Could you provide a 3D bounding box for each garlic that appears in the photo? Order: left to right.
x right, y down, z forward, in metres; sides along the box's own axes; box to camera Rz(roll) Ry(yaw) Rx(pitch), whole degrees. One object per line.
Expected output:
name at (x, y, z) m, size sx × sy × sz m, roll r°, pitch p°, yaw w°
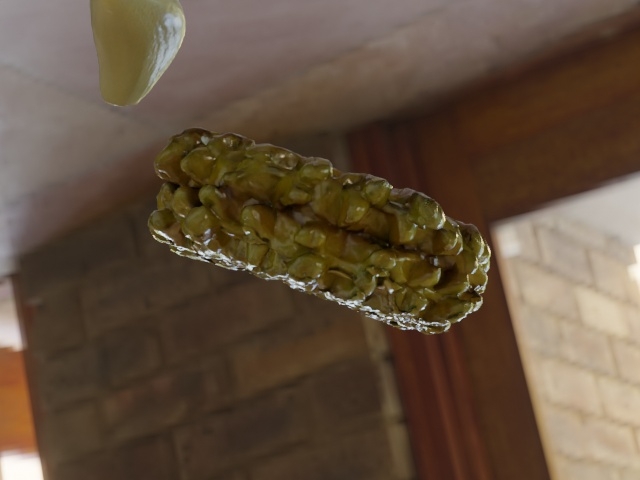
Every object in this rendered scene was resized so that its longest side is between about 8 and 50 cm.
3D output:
garlic at (-0.097, -0.110, 0.996) m, size 0.053 × 0.041 × 0.083 m, roll -46°, pitch 152°, yaw -41°

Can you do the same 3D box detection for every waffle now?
waffle at (0.000, 0.000, 1.044) m, size 0.193 × 0.070 × 0.197 m, roll 18°, pitch 174°, yaw 11°
